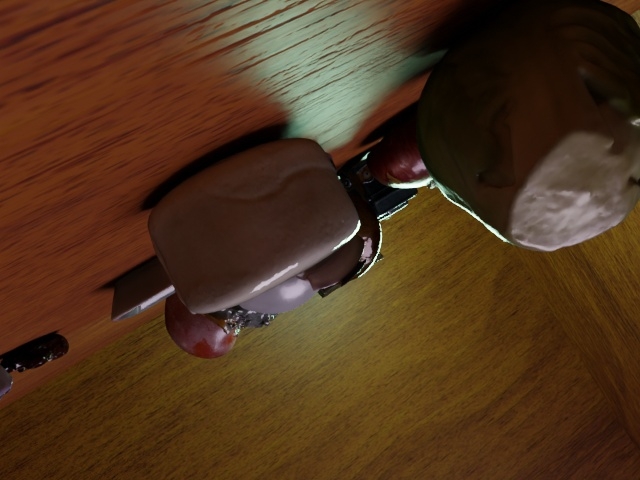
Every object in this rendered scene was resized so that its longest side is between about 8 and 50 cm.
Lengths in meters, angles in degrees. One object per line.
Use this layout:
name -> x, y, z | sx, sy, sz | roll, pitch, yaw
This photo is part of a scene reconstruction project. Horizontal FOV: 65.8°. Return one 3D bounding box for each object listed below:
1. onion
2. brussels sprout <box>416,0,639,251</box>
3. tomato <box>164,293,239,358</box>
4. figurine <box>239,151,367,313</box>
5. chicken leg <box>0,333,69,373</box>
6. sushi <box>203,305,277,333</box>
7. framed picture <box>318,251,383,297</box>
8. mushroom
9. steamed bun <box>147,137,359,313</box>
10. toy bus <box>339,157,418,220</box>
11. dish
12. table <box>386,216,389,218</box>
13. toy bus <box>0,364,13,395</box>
onion -> 0.211, -0.198, 1.032 | 0.248, 0.161, 0.248 | -52, 175, -6
brussels sprout -> 0.271, -0.139, 0.616 | 0.281, 0.289, 0.355 | -32, -154, 31
tomato -> -0.316, 0.184, 1.379 | 0.270, 0.227, 0.270 | 18, 90, -88
figurine -> -0.075, 0.020, 0.870 | 0.253, 0.211, 0.361 | -31, 179, -19
chicken leg -> -0.586, 0.237, 1.040 | 0.106, 0.051, 0.253 | -25, 180, -7
sushi -> -0.167, 0.079, 1.117 | 0.139, 0.184, 0.274 | 93, 13, -57
framed picture -> 0.000, 0.000, 1.396 | 0.232, 0.296, 0.019 | -32, 152, -28
mushroom -> 0.028, -0.033, 1.227 | 0.267, 0.254, 0.267 | 9, 161, 3
steamed bun -> -0.058, -0.027, 0.569 | 0.164, 0.146, 0.241 | -28, 180, 39
toy bus -> 0.128, -0.131, 1.313 | 0.138, 0.167, 0.275 | -31, 179, -17
dish -> -0.321, 0.085, 0.957 | 0.154, 0.064, 0.234 | -31, 179, -9
table -> 0.181, -0.144, 2.044 | 0.166, 0.198, 0.166 | -32, 180, 0
toy bus -> -0.521, 0.229, 0.685 | 0.317, 0.112, 0.138 | -30, -175, 45
